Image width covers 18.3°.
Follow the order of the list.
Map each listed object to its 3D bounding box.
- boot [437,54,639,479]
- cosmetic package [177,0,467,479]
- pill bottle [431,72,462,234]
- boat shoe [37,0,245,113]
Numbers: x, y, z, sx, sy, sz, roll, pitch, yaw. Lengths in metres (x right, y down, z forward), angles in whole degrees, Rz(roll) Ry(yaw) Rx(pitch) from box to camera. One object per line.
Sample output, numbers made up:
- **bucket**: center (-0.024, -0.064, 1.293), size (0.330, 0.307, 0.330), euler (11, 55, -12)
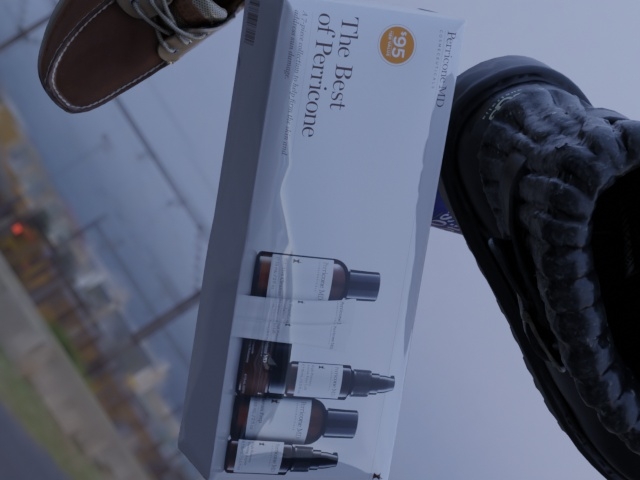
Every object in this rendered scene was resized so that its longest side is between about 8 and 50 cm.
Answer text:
- **boot**: center (0.191, 0.061, 1.082), size (0.348, 0.131, 0.260), euler (51, -2, -21)
- **cosmetic package**: center (0.000, 0.000, 0.977), size (0.060, 0.099, 0.239), euler (-150, -113, -65)
- **pill bottle**: center (0.080, -0.075, 1.539), size (0.219, 0.123, 0.123), euler (14, 21, -35)
- **boat shoe**: center (-0.136, -0.237, 1.858), size (0.123, 0.324, 0.116), euler (43, 8, -27)
